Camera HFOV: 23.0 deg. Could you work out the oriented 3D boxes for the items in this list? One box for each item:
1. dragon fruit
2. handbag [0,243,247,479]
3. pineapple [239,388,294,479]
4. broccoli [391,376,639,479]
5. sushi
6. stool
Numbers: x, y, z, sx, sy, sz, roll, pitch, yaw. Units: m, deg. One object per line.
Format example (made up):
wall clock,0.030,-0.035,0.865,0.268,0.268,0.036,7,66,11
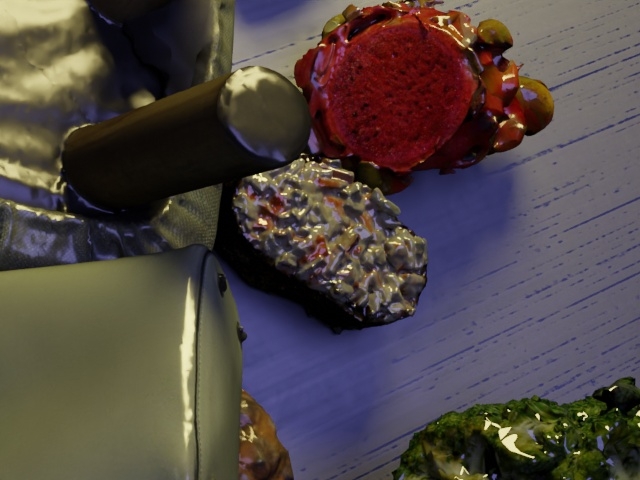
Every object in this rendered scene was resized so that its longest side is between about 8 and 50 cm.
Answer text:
dragon fruit,0.081,-0.102,1.104,0.208,0.150,0.133,-1,106,-32
handbag,-0.200,0.106,0.856,0.316,0.109,0.241,-5,48,5
pineapple,-0.136,0.180,0.928,0.248,0.128,0.128,-31,91,-25
broccoli,0.157,0.254,0.959,0.304,0.283,0.321,43,82,-29
sushi,0.000,0.000,1.056,0.150,0.078,0.090,34,73,-16
stool,-0.164,-0.153,0.930,0.310,0.226,0.310,13,63,-22
